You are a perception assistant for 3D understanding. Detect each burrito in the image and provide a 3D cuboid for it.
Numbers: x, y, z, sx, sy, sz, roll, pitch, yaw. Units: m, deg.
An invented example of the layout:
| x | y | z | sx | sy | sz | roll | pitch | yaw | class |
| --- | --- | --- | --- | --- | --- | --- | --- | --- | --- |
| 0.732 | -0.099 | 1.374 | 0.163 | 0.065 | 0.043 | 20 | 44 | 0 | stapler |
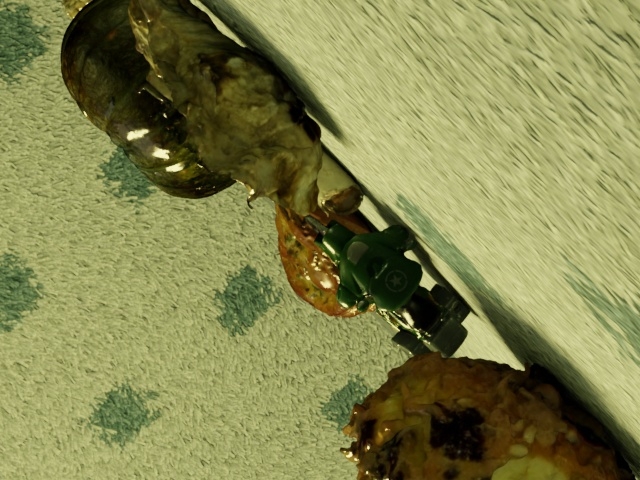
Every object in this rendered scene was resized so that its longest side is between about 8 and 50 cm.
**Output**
| x | y | z | sx | sy | sz | roll | pitch | yaw | class |
| --- | --- | --- | --- | --- | --- | --- | --- | --- | --- |
| -0.037 | -0.115 | 1.528 | 0.226 | 0.060 | 0.087 | 45 | -175 | 0 | burrito |

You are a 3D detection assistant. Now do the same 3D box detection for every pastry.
| x | y | z | sx | sy | sz | roll | pitch | yaw | class |
| --- | --- | --- | --- | --- | --- | --- | --- | --- | --- |
| 0.216 | 0.294 | 1.465 | 0.405 | 0.292 | 0.337 | 35 | -170 | -19 | pastry |

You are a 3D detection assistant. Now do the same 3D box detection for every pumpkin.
| x | y | z | sx | sy | sz | roll | pitch | yaw | class |
| --- | --- | --- | --- | --- | --- | --- | --- | --- | --- |
| -0.219 | -0.200 | 1.656 | 0.320 | 0.192 | 0.320 | 47 | 175 | 6 | pumpkin |

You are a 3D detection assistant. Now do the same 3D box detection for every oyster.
| x | y | z | sx | sy | sz | roll | pitch | yaw | class |
| --- | --- | --- | --- | --- | --- | --- | --- | --- | --- |
| -0.114 | -0.161 | 1.352 | 0.337 | 0.133 | 0.198 | 47 | 180 | 23 | oyster |

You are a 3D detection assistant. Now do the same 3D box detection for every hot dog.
| x | y | z | sx | sy | sz | roll | pitch | yaw | class |
| --- | --- | --- | --- | --- | --- | --- | --- | --- | --- |
| 0.000 | 0.000 | 1.859 | 0.272 | 0.122 | 0.196 | 44 | 150 | 41 | hot dog |

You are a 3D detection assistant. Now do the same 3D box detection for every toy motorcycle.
| x | y | z | sx | sy | sz | roll | pitch | yaw | class |
| --- | --- | --- | --- | --- | --- | --- | --- | --- | --- |
| 0.097 | 0.065 | 1.545 | 0.275 | 0.124 | 0.187 | 42 | 175 | -35 | toy motorcycle |

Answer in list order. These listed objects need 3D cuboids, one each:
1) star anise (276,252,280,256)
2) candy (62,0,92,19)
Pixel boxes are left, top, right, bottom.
| x | y | z | sx | sy | sz | roll | pitch | yaw | class |
| --- | --- | --- | --- | --- | --- | --- | --- | --- | --- |
| 0.059 | 0.036 | 1.954 | 0.227 | 0.148 | 0.218 | -7 | 96 | 53 | star anise |
| -0.357 | -0.390 | 1.924 | 0.095 | 0.110 | 0.085 | 26 | -167 | -49 | candy |
